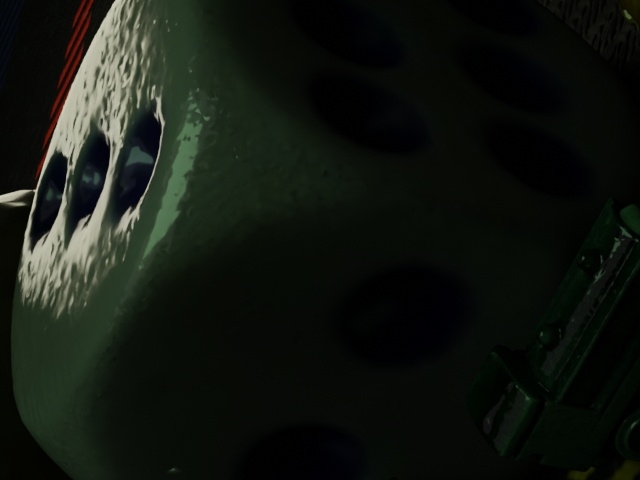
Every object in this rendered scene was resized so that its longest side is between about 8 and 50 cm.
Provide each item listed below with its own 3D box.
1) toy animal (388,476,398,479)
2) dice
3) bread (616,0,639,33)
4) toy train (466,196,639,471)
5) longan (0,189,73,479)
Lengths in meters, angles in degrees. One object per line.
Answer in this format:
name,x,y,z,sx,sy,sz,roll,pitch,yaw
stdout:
toy animal,0.095,0.201,1.028,0.179,0.188,0.089,10,58,43
dice,0.000,0.000,1.133,0.304,0.304,0.277,-59,27,34
bread,0.239,-0.176,0.926,0.235,0.099,0.210,-58,29,23
toy train,0.159,0.048,0.984,0.170,0.111,0.071,-64,29,26
longan,-0.194,0.152,1.399,0.391,0.391,0.391,-47,35,49
